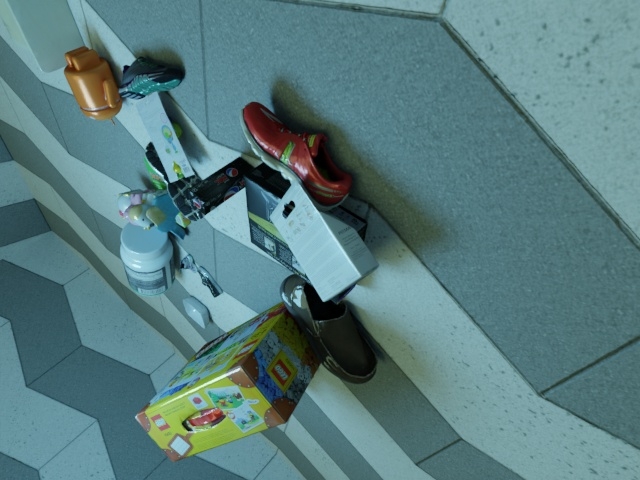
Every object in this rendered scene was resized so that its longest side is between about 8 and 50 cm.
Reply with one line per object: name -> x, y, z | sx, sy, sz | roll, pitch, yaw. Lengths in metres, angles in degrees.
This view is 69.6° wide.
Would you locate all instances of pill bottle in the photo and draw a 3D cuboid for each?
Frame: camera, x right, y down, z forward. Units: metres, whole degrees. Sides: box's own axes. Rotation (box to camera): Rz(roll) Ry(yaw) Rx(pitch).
pill bottle -> -0.716, 0.073, 1.920 | 0.204, 0.204, 0.361 | 41, 147, 12

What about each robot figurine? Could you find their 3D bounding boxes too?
robot figurine -> -0.669, -0.452, 1.367 | 0.158, 0.128, 0.219 | -1, 134, 4

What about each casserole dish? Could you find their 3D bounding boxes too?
casserole dish -> -0.577, -0.066, 1.731 | 0.189, 0.037, 0.114 | 31, 167, 25

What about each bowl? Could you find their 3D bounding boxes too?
bowl -> -0.580, 0.333, 2.177 | 0.142, 0.053, 0.142 | 32, 146, 25

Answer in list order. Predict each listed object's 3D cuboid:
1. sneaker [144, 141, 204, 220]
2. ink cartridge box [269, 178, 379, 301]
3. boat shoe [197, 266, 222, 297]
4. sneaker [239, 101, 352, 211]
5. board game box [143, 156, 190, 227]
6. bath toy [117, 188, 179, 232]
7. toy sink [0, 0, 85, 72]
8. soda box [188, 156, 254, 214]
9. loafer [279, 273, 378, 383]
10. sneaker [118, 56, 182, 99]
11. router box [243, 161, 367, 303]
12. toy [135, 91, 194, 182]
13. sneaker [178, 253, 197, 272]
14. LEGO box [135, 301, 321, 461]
sneaker -> -0.436, -0.188, 1.425 | 0.275, 0.107, 0.110 | 60, 166, -10
ink cartridge box -> 0.000, 0.000, 0.973 | 0.232, 0.066, 0.189 | 60, 149, 9
boat shoe -> -0.453, 0.169, 1.856 | 0.142, 0.040, 0.049 | 50, 149, -4
sneaker -> -0.041, -0.189, 0.938 | 0.279, 0.107, 0.118 | 45, 134, -4
board game box -> -0.527, -0.168, 1.590 | 0.124, 0.039, 0.259 | 30, 147, 27
bath toy -> -0.600, -0.102, 1.573 | 0.348, 0.152, 0.128 | 9, 116, 49
toy sink -> -0.811, -0.631, 1.326 | 0.131, 0.153, 0.234 | 29, 144, 29
soda box -> -0.243, -0.138, 1.146 | 0.060, 0.169, 0.053 | 40, 148, 15
loafer -> 0.030, 0.238, 1.253 | 0.366, 0.134, 0.130 | 49, 149, -1
sneaker -> -0.437, -0.428, 1.165 | 0.224, 0.083, 0.098 | -2, 89, 33
router box -> -0.044, -0.018, 1.117 | 0.309, 0.081, 0.242 | 34, 145, 22
toy -> -0.425, -0.291, 1.302 | 0.137, 0.056, 0.237 | -6, 107, 45
sneaker -> -0.546, 0.109, 1.878 | 0.038, 0.069, 0.098 | 22, 140, 37
LEGO box -> -0.248, 0.408, 1.386 | 0.500, 0.372, 0.193 | -32, 99, 32
